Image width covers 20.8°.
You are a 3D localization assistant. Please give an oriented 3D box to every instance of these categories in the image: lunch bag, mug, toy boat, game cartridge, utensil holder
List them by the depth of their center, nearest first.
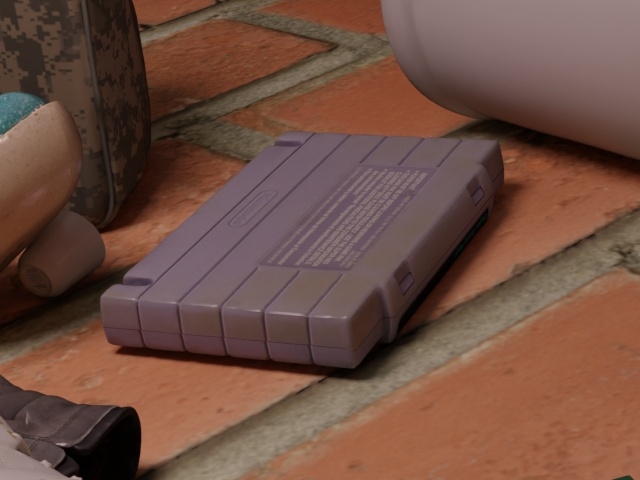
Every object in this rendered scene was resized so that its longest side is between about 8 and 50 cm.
[{"bbox_3d":[-0.328,-0.021,1.369,0.267,0.148,0.318,-41,0,28],"label":"toy boat"},{"bbox_3d":[0.000,0.000,1.471,0.230,0.068,0.355,8,29,23],"label":"game cartridge"},{"bbox_3d":[-0.230,0.022,1.505,0.062,0.078,0.064,32,44,6],"label":"mug"},{"bbox_3d":[0.301,-0.232,1.568,0.328,0.327,0.385,-26,31,-34],"label":"utensil holder"},{"bbox_3d":[-0.266,-0.182,1.657,0.213,0.305,0.256,2,30,13],"label":"lunch bag"}]

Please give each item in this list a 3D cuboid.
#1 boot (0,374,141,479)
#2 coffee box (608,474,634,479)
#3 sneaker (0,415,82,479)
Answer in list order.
[{"bbox_3d":[-0.281,0.175,1.117,0.223,0.118,0.338,16,40,26],"label":"boot"},{"bbox_3d":[0.121,0.201,1.016,0.184,0.040,0.113,-13,26,-12],"label":"coffee box"},{"bbox_3d":[-0.150,0.153,1.022,0.293,0.108,0.169,11,18,-29],"label":"sneaker"}]
